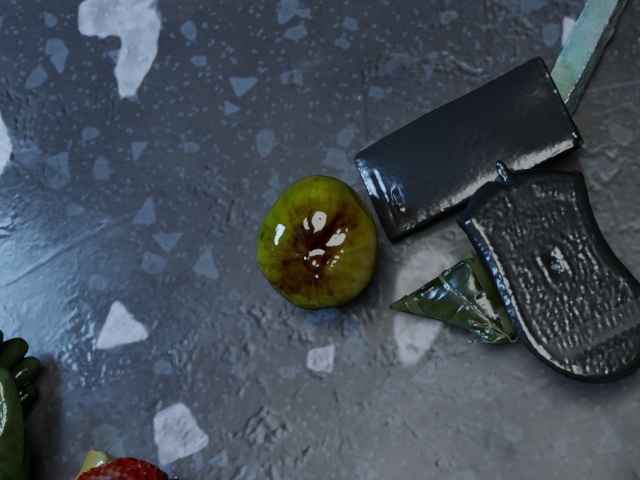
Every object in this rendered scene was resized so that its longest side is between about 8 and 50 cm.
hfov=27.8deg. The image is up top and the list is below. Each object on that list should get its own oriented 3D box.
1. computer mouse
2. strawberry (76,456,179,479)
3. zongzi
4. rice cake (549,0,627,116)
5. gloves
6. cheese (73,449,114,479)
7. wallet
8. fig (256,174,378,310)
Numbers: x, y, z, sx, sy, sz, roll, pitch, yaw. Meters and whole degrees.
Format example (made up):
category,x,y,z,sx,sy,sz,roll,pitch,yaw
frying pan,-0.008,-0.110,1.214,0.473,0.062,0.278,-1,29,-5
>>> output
category,x,y,z,sx,sy,sz,roll,pitch,yaw
computer mouse,0.245,0.034,1.367,0.147,0.088,0.264,-21,76,-9
strawberry,-0.205,0.291,1.368,0.131,0.148,0.131,-4,71,11
zongzi,0.149,0.086,1.403,0.119,0.055,0.109,-34,71,13
rice cake,0.295,-0.209,1.468,0.043,0.034,0.211,23,80,28
gloves,-0.364,0.233,1.446,0.107,0.135,0.268,6,71,-28
cheese,-0.265,0.274,1.452,0.044,0.030,0.083,30,86,41
wallet,0.161,-0.103,1.452,0.244,0.025,0.124,-28,65,15
fig,-0.002,0.001,1.426,0.136,0.121,0.153,7,74,11
